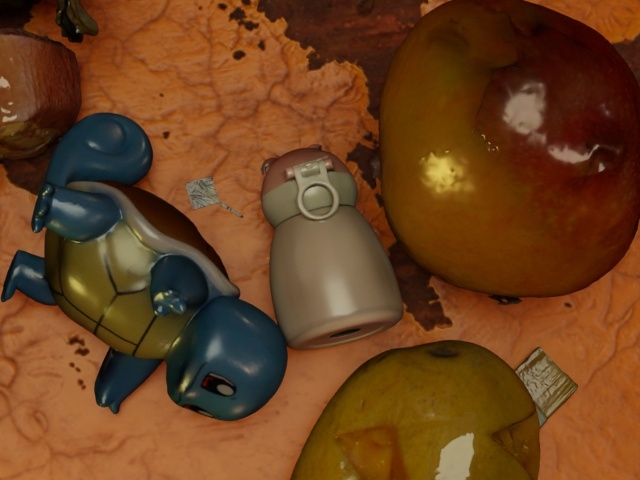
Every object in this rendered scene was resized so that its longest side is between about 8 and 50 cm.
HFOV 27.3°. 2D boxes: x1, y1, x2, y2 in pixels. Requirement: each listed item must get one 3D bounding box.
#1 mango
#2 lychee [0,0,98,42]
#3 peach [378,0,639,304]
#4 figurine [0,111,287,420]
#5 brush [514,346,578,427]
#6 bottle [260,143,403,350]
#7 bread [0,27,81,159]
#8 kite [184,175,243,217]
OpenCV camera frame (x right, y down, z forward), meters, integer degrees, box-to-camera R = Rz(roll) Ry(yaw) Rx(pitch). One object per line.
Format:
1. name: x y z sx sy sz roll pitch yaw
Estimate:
1. mango: 0.094 0.278 1.474 0.253 0.182 0.365 30 87 33
2. lychee: -0.370 -0.395 1.539 0.270 0.270 0.320 -28 43 -8
3. peach: 0.210 -0.102 1.468 0.289 0.372 0.373 -4 80 -7
4. figurine: -0.225 0.043 1.499 0.243 0.298 0.416 -19 67 -42
5. brush: 0.170 0.269 1.572 0.336 0.020 0.085 -44 86 -9
6. bottle: 0.000 0.000 1.548 0.147 0.147 0.237 -14 76 -6
7. bread: -0.384 -0.159 1.508 0.190 0.244 0.123 -21 85 8
8. kite: -0.135 -0.046 1.617 0.044 0.002 0.078 -37 84 -9
